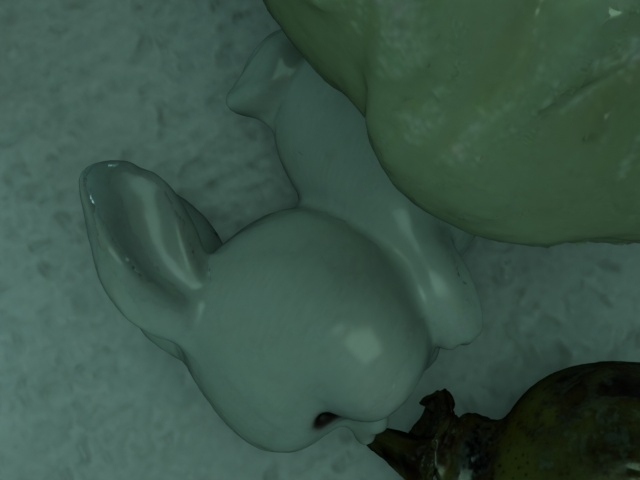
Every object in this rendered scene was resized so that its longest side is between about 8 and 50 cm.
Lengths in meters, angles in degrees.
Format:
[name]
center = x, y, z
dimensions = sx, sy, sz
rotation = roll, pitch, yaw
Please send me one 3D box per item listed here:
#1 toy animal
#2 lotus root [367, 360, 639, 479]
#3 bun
[toy animal]
center = -0.001, -0.008, 0.776
dimensions = 0.178, 0.127, 0.193
rotation = 45, 87, 1
[lotus root]
center = 0.145, 0.129, 0.776
dimensions = 0.278, 0.154, 0.154
rotation = 15, 87, 2
[bun]
center = 0.128, -0.183, 0.692
dimensions = 0.365, 0.219, 0.365
rotation = 10, 57, -16
